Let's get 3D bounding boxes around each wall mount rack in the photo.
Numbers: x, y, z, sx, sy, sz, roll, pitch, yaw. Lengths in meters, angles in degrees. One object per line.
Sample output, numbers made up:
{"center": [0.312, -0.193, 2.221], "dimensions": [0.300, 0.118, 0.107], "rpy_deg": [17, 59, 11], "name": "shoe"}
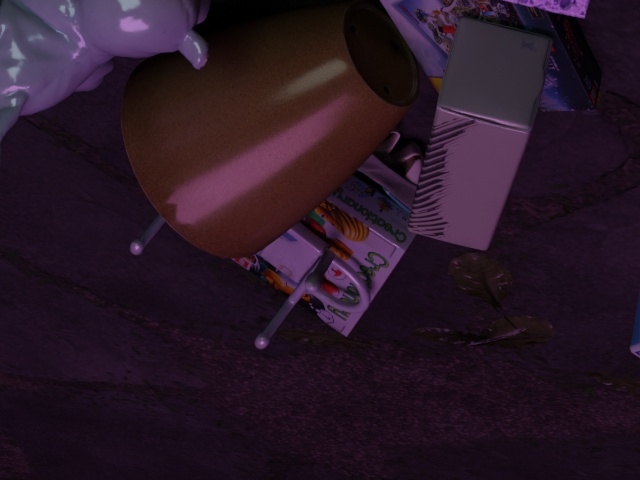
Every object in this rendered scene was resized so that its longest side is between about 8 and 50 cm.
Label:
{"center": [-0.095, -0.004, 1.882], "dimensions": [0.350, 0.130, 0.304], "rpy_deg": [37, 154, 0], "name": "wall mount rack"}

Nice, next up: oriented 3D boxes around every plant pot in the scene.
{"center": [-0.033, -0.135, 1.621], "dimensions": [0.254, 0.237, 0.237], "rpy_deg": [-26, 135, 36], "name": "plant pot"}

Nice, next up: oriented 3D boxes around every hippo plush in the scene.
{"center": [-0.232, -0.241, 1.499], "dimensions": [0.236, 0.294, 0.234], "rpy_deg": [-22, 111, 25], "name": "hippo plush"}

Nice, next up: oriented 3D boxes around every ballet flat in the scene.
{"center": [0.078, -0.093, 1.803], "dimensions": [0.068, 0.072, 0.213], "rpy_deg": [-39, 131, 23], "name": "ballet flat"}

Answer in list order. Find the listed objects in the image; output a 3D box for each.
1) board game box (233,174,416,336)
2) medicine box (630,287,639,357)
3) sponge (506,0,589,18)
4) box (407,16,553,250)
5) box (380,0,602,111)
{"center": [0.000, 0.000, 1.984], "dimensions": [0.193, 0.053, 0.305], "rpy_deg": [34, 154, 3], "name": "board game box"}
{"center": [0.475, 0.041, 1.626], "dimensions": [0.289, 0.263, 0.149], "rpy_deg": [31, 150, -32], "name": "medicine box"}
{"center": [0.140, -0.271, 1.382], "dimensions": [0.210, 0.031, 0.117], "rpy_deg": [13, 126, 5], "name": "sponge"}
{"center": [0.155, -0.099, 1.587], "dimensions": [0.094, 0.113, 0.275], "rpy_deg": [14, 154, 4], "name": "box"}
{"center": [0.164, -0.205, 1.547], "dimensions": [0.159, 0.044, 0.233], "rpy_deg": [1, 151, 28], "name": "box"}
